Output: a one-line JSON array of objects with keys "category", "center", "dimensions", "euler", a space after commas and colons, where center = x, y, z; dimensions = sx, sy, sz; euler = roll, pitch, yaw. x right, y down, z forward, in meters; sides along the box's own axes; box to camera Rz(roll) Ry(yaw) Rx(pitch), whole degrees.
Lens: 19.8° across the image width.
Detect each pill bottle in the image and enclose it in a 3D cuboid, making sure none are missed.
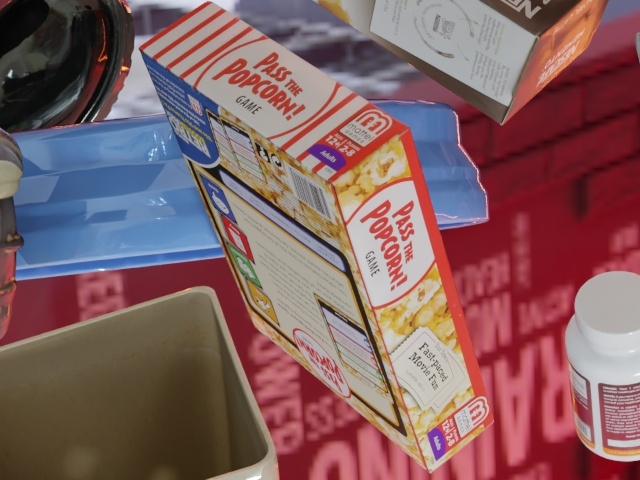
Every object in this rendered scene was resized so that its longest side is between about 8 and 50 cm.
[{"category": "pill bottle", "center": [0.236, 0.097, 1.439], "dimensions": [0.086, 0.152, 0.086], "euler": [-6, -133, 7]}]

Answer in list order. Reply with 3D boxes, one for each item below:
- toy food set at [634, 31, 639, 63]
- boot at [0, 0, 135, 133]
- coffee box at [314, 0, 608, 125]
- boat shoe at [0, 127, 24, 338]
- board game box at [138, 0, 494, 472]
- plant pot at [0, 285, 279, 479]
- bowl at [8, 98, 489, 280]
[{"category": "toy food set", "center": [0.232, -0.170, 1.262], "dimensions": [0.104, 0.111, 0.232], "euler": [1, -131, -5]}, {"category": "boot", "center": [-0.320, -0.098, 1.540], "dimensions": [0.131, 0.348, 0.260], "euler": [43, -172, 14]}, {"category": "coffee box", "center": [0.089, -0.218, 1.431], "dimensions": [0.246, 0.098, 0.141], "euler": [36, -131, 16]}, {"category": "boat shoe", "center": [-0.297, 0.034, 0.821], "dimensions": [0.355, 0.130, 0.132], "euler": [-13, -169, -20]}, {"category": "board game box", "center": [0.000, 0.000, 0.846], "dimensions": [0.045, 0.193, 0.147], "euler": [-37, -133, -18]}, {"category": "plant pot", "center": [-0.068, 0.096, 0.630], "dimensions": [0.109, 0.096, 0.109], "euler": [-17, -147, -6]}, {"category": "bowl", "center": [-0.096, -0.025, 1.118], "dimensions": [0.391, 0.077, 0.391], "euler": [-7, 179, 0]}]
